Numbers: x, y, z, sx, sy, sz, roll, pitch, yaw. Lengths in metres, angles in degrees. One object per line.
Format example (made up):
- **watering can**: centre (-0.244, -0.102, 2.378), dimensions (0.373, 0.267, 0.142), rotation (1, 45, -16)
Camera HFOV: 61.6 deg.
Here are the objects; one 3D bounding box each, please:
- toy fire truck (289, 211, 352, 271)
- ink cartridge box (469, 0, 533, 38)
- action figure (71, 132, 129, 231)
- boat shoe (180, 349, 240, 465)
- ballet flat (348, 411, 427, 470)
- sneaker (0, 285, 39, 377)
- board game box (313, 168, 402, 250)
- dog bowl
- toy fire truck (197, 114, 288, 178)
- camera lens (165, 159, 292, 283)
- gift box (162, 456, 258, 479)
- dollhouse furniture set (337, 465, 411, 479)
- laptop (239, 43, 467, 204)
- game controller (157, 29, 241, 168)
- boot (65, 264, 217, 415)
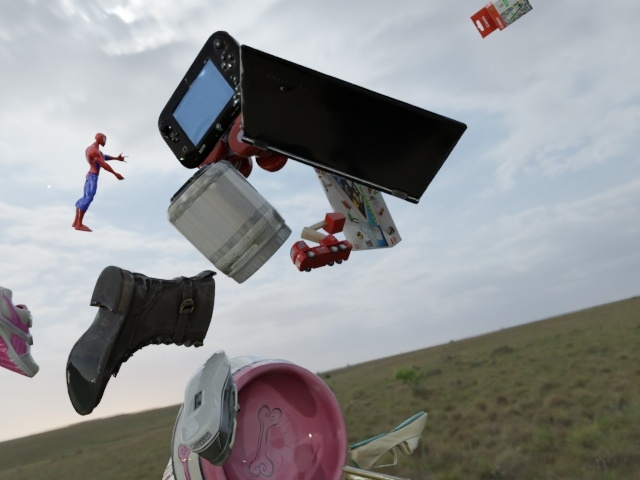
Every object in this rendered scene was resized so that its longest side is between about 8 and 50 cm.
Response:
- **toy fire truck**: centre (0.000, 0.000, 1.233), dimensions (0.192, 0.135, 0.047), rotation (-12, -46, -34)
- **ink cartridge box**: centre (0.392, -0.495, 1.168), dimensions (0.115, 0.029, 0.063), rotation (-31, -64, 26)
- **action figure**: centre (-0.622, -0.165, 1.547), dimensions (0.139, 0.280, 0.091), rotation (6, 7, -36)
- **boat shoe**: centre (-0.164, 0.254, 0.829), dimensions (0.078, 0.070, 0.219), rotation (-34, 21, 10)
- **ballet flat**: centre (0.178, 0.496, 1.303), dimensions (0.248, 0.086, 0.086), rotation (-13, -11, -31)
- **sneaker**: centre (-0.677, 0.202, 1.182), dimensions (0.103, 0.111, 0.252), rotation (11, -49, 22)
- **board game box**: centre (0.101, -0.116, 1.571), dimensions (0.053, 0.305, 0.193), rotation (-33, 14, -31)
- **dog bowl**: centre (-0.113, 0.453, 1.204), dimensions (0.408, 0.407, 0.150), rotation (-3, -17, -37)
- **toy fire truck**: centre (-0.234, -0.321, 1.543), dimensions (0.302, 0.253, 0.169), rotation (-12, -17, 25)
- **camera lens**: centre (-0.237, -0.051, 1.377), dimensions (0.219, 0.274, 0.219), rotation (-44, 8, 8)
- **gift box**: centre (-0.241, 0.559, 1.305), dimensions (0.258, 0.276, 0.255), rotation (-45, 18, 13)
- **dollhouse furniture set**: centre (0.126, 0.527, 0.936), dimensions (0.302, 0.197, 0.151), rotation (-5, -6, 37)
- **laptop**: centre (0.060, -0.253, 1.065), dimensions (0.382, 0.408, 0.236), rotation (20, -57, 1)
- **game controller**: centre (-0.259, -0.309, 1.215), dimensions (0.067, 0.166, 0.319), rotation (-9, -28, -51)
- **boot**: centre (-0.282, 0.164, 0.908), dimensions (0.091, 0.262, 0.229), rotation (19, 0, 36)
